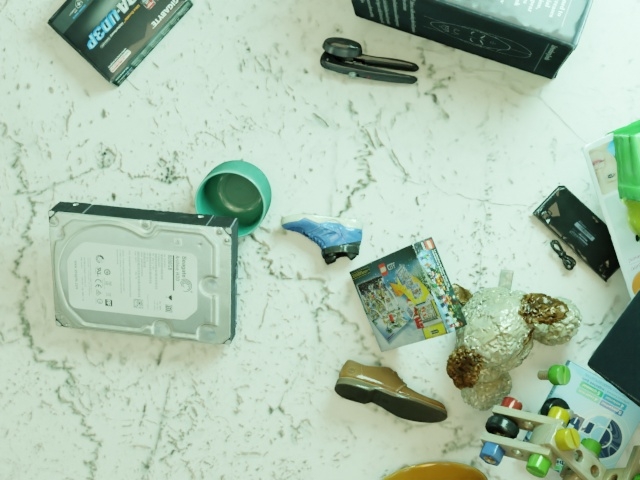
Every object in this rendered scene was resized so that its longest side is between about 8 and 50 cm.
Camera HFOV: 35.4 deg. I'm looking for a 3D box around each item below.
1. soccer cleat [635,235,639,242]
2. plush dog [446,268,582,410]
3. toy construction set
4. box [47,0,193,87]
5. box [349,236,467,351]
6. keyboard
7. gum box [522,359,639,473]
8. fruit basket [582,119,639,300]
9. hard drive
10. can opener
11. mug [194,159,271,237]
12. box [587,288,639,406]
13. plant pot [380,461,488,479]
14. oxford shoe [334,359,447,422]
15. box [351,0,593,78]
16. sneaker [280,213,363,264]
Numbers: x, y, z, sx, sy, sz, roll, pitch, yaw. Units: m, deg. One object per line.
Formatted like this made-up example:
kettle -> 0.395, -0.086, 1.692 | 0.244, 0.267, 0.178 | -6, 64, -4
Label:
soccer cleat -> 0.599, -0.052, 1.779 | 0.179, 0.060, 0.072 | -45, 75, -3
plush dog -> 0.303, 0.151, 1.714 | 0.262, 0.225, 0.211 | -42, 85, 3
toy construction set -> 0.384, 0.377, 1.593 | 0.308, 0.237, 0.258 | -26, 98, -32
box -> -0.377, -0.428, 1.887 | 0.175, 0.051, 0.220 | 44, 92, 5
box -> 0.147, 0.098, 1.737 | 0.044, 0.233, 0.159 | -19, 86, -29
keyboard -> 0.462, -0.003, 1.806 | 0.180, 0.023, 0.108 | 44, 87, 6
gum box -> 0.468, 0.332, 1.785 | 0.156, 0.041, 0.184 | 28, 91, 5
fruit basket -> 0.634, -0.053, 1.669 | 0.326, 0.165, 0.353 | -22, 94, -7
hard drive -> -0.320, 0.061, 1.819 | 0.338, 0.064, 0.237 | 6, 113, 6
can opener -> 0.089, -0.320, 1.835 | 0.186, 0.073, 0.059 | 16, 82, -3
mug -> -0.167, -0.079, 1.825 | 0.157, 0.097, 0.130 | -4, 112, 12
box -> 0.739, 0.265, 1.467 | 0.471, 0.480, 0.297 | 33, 94, -19
plant pot -> 0.203, 0.516, 1.741 | 0.205, 0.205, 0.188 | -9, 103, 6
oxford shoe -> 0.135, 0.269, 1.811 | 0.212, 0.076, 0.076 | 22, 51, -4
box -> 0.262, -0.453, 1.701 | 0.395, 0.293, 0.212 | 20, 91, 6
sneaker -> 0.000, 0.000, 1.833 | 0.152, 0.058, 0.085 | 5, 80, -1
